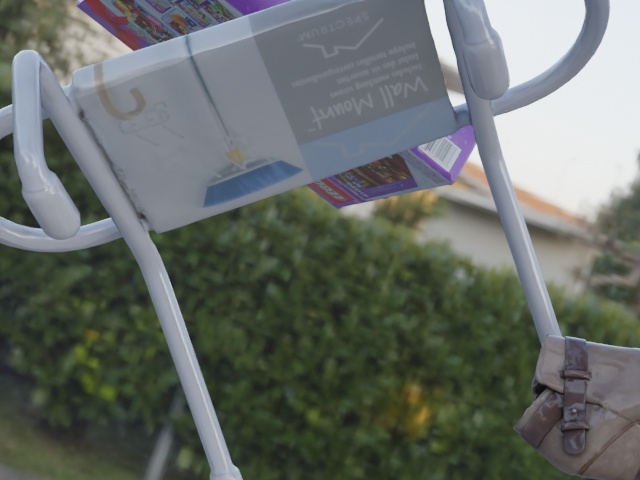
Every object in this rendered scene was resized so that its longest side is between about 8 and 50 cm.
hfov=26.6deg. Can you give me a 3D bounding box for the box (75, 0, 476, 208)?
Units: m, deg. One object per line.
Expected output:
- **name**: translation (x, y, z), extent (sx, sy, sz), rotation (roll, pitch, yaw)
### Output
- **box**: translation (-0.038, -0.139, 1.078), extent (0.293, 0.057, 0.201), rotation (37, -19, -19)

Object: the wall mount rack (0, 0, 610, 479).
- **wall mount rack**: translation (0.000, 0.000, 0.693), extent (0.350, 0.130, 0.304), rotation (-18, -40, 5)

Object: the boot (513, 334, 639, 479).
- **boot**: translation (0.158, 0.071, 0.711), extent (0.087, 0.118, 0.042), rotation (24, -20, 13)
